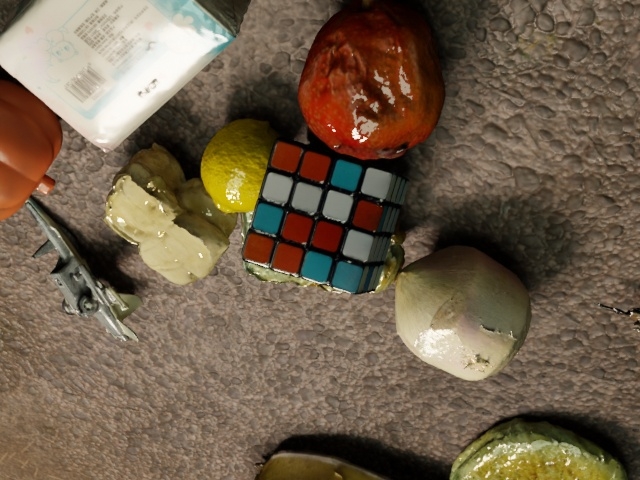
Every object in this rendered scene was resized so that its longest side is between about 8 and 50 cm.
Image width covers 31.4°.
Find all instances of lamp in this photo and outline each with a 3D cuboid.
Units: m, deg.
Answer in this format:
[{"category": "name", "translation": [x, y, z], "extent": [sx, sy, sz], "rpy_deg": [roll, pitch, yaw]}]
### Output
[{"category": "lamp", "translation": [-0.418, -0.112, 1.479], "extent": [0.164, 0.188, 0.187], "rpy_deg": [34, 131, -13]}]

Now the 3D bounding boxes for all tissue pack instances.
[{"category": "tissue pack", "translation": [-0.234, -0.255, 1.337], "extent": [0.201, 0.124, 0.271], "rpy_deg": [42, 128, -19]}]

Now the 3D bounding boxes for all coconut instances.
[{"category": "coconut", "translation": [0.175, 0.091, 1.480], "extent": [0.183, 0.171, 0.171], "rpy_deg": [27, 134, -22]}]

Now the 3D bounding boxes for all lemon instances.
[{"category": "lemon", "translation": [-0.097, -0.093, 1.439], "extent": [0.109, 0.109, 0.133], "rpy_deg": [27, 99, -7]}]

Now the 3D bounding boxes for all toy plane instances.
[{"category": "toy plane", "translation": [-0.365, 0.050, 1.672], "extent": [0.262, 0.088, 0.192], "rpy_deg": [48, 154, -19]}]

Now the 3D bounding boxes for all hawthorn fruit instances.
[{"category": "hawthorn fruit", "translation": [0.062, -0.180, 1.289], "extent": [0.173, 0.173, 0.179], "rpy_deg": [28, 126, -8]}]

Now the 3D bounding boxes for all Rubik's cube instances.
[{"category": "Rubik's cube", "translation": [0.010, -0.029, 1.385], "extent": [0.151, 0.154, 0.155], "rpy_deg": [16, 94, 10]}]

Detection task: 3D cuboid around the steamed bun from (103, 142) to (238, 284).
[{"category": "steamed bun", "translation": [-0.196, -0.033, 1.536], "extent": [0.177, 0.106, 0.192], "rpy_deg": [38, 144, 1]}]

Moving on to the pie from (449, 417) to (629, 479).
[{"category": "pie", "translation": [0.337, 0.375, 1.751], "extent": [0.277, 0.078, 0.277], "rpy_deg": [6, 127, 8]}]

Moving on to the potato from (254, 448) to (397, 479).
[{"category": "potato", "translation": [0.013, 0.540, 1.819], "extent": [0.397, 0.296, 0.290], "rpy_deg": [27, 144, 2]}]

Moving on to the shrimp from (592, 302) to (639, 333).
[{"category": "shrimp", "translation": [0.464, 0.120, 1.483], "extent": [0.232, 0.079, 0.090], "rpy_deg": [20, 171, 3]}]

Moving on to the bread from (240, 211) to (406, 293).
[{"category": "bread", "translation": [0.000, 0.000, 1.509], "extent": [0.232, 0.088, 0.128], "rpy_deg": [9, 102, 12]}]
